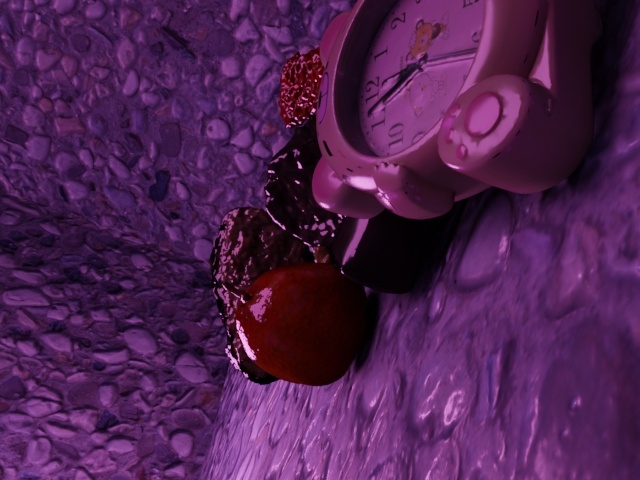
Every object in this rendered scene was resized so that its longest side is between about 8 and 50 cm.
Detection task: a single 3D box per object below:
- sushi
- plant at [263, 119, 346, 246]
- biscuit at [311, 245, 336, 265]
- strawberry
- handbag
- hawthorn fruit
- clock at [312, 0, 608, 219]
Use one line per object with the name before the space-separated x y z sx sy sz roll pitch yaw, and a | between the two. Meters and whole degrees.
sushi | -0.111 0.109 1.345 0.171 0.211 0.350 144 122 -75
plant | 0.036 -0.115 1.144 0.276 0.188 0.199 -48 -19 -53
biscuit | 0.000 0.000 1.292 0.273 0.036 0.187 -93 -12 -75
strawberry | 0.023 -0.233 0.938 0.286 0.188 0.106 -163 48 -82
handbag | 0.099 -0.079 0.875 0.257 0.113 0.285 -161 91 -82
hawthorn fruit | -0.043 0.108 0.983 0.196 0.225 0.196 -51 25 35
clock | 0.103 -0.160 0.639 0.309 0.114 0.284 -17 67 52
